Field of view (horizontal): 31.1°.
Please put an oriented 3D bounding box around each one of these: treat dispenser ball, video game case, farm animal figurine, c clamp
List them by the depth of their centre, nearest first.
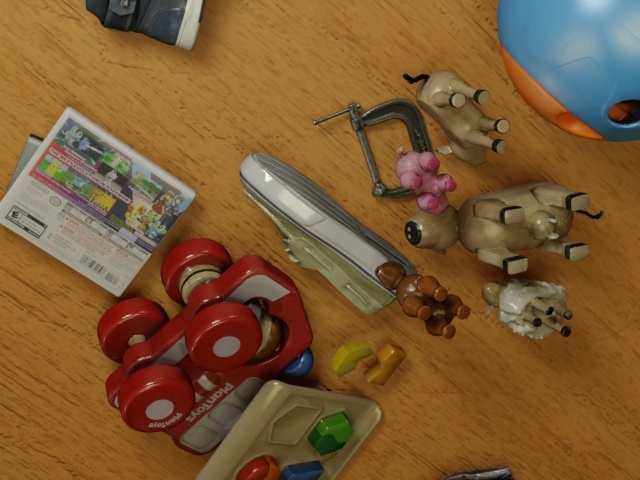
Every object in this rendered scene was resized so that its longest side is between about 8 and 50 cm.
[{"bbox_3d":[0.354,-0.261,1.362,0.288,0.288,0.288,-2,112,-4],"label":"treat dispenser ball"},{"bbox_3d":[0.204,-0.044,1.508,0.326,0.172,0.330,7,101,-25],"label":"farm animal figurine"},{"bbox_3d":[-0.297,-0.048,1.512,0.201,0.023,0.183,35,105,-16],"label":"video game case"},{"bbox_3d":[0.081,-0.121,1.543,0.137,0.022,0.161,-26,112,-1],"label":"c clamp"}]

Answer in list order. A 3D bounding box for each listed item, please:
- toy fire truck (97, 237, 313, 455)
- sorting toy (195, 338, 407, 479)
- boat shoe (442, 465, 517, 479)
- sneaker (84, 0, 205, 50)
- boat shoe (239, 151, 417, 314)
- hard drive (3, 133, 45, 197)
[{"bbox_3d":[-0.141,0.156,1.578,0.302,0.169,0.254,-42,134,12],"label":"toy fire truck"},{"bbox_3d":[-0.012,0.265,1.634,0.229,0.041,0.307,20,112,-43],"label":"sorting toy"},{"bbox_3d":[0.159,0.444,1.736,0.340,0.127,0.158,-13,106,-8],"label":"boat shoe"},{"bbox_3d":[-0.207,-0.353,1.385,0.163,0.086,0.226,12,112,-13],"label":"sneaker"},{"bbox_3d":[0.000,0.000,1.539,0.302,0.109,0.094,38,106,-21],"label":"boat shoe"},{"bbox_3d":[-0.338,-0.073,1.523,0.135,0.022,0.094,23,109,-13],"label":"hard drive"}]
